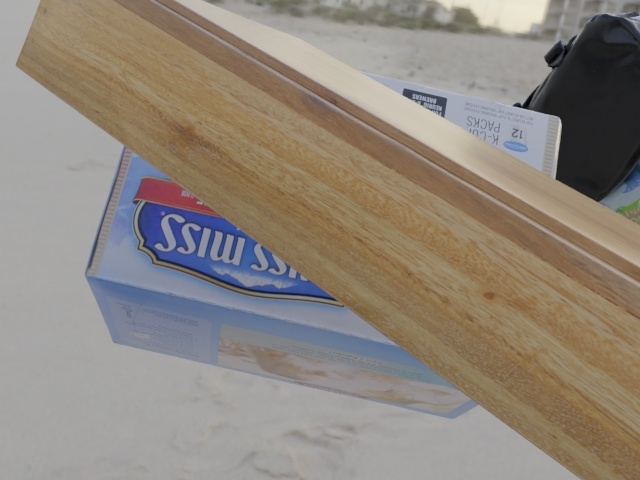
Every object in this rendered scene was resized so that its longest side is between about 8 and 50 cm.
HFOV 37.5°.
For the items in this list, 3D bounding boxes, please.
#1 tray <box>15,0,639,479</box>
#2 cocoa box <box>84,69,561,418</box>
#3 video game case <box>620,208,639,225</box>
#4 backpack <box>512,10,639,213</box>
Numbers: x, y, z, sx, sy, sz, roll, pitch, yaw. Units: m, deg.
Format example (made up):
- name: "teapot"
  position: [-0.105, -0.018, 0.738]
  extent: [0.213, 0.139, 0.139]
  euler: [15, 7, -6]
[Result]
- name: "tray"
  position: [0.055, -0.016, 0.463]
  extent: [0.411, 0.076, 0.203]
  euler: [34, 15, 31]
- name: "cocoa box"
  position: [0.000, 0.000, 0.827]
  extent: [0.347, 0.228, 0.231]
  euler: [13, -20, -2]
- name: "video game case"
  position: [0.578, -0.019, 1.642]
  extent: [0.212, 0.193, 0.023]
  euler: [-27, 1, -10]
- name: "backpack"
  position: [0.446, -0.182, 1.246]
  extent: [0.273, 0.290, 0.355]
  euler: [41, 45, 13]
